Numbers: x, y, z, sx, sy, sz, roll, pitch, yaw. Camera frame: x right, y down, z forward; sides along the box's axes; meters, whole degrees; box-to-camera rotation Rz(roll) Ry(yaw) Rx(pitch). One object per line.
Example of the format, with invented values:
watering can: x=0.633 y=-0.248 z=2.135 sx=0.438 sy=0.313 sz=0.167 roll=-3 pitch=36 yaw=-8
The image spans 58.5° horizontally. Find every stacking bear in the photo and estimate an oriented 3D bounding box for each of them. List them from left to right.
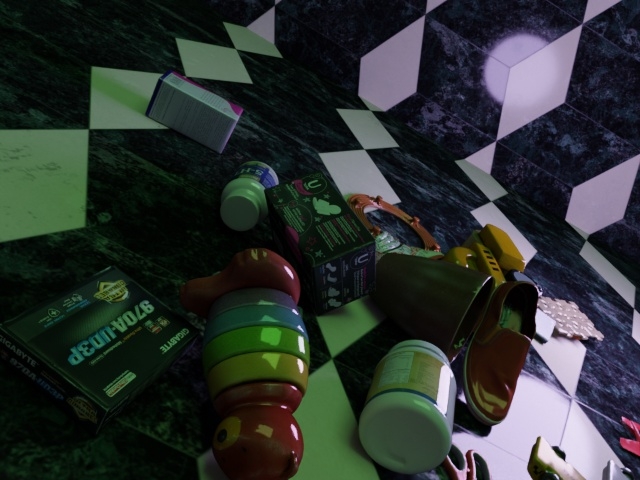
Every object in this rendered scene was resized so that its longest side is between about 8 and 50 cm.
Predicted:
stacking bear: x=-0.090 y=0.187 z=0.783 sx=0.164 sy=0.175 sz=0.289 roll=36 pitch=35 yaw=-44

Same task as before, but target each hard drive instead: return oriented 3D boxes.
hard drive: x=0.608 y=0.226 z=1.651 sx=0.135 sy=0.022 sz=0.094 roll=37 pitch=47 yaw=9

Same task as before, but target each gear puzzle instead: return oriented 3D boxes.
gear puzzle: x=0.727 y=0.246 z=1.771 sx=0.338 sy=0.044 sz=0.176 roll=11 pitch=35 yaw=-32

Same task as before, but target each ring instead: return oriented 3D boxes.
ring: x=0.228 y=-0.043 z=1.720 sx=0.336 sy=0.032 sz=0.337 roll=25 pitch=27 yaw=-14

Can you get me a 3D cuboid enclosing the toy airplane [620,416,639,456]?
toy airplane: x=0.785 y=0.495 z=1.404 sx=0.151 sy=0.028 sz=0.151 roll=28 pitch=26 yaw=-15

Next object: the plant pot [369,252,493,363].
plant pot: x=0.225 y=0.124 z=1.257 sx=0.230 sy=0.216 sz=0.215 roll=27 pitch=22 yaw=24

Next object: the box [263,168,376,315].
box: x=0.000 y=0.000 z=1.188 sx=0.142 sy=0.163 sz=0.247 roll=-21 pitch=48 yaw=-14

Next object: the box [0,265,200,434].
box: x=-0.296 y=0.137 z=0.785 sx=0.175 sy=0.051 sz=0.220 roll=36 pitch=25 yaw=6

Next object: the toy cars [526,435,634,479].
toy cars: x=0.514 y=0.489 z=1.051 sx=0.393 sy=0.087 sz=0.177 roll=24 pitch=32 yaw=-24

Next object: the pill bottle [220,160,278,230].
pill bottle: x=-0.161 y=-0.098 z=1.281 sx=0.111 sy=0.112 sz=0.187 roll=28 pitch=25 yaw=-9

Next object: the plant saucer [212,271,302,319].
plant saucer: x=-0.116 y=0.113 z=1.071 sx=0.192 sy=0.018 sz=0.067 roll=26 pitch=26 yaw=-15

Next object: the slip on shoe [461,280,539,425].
slip on shoe: x=0.384 y=0.223 z=1.200 sx=0.123 sy=0.101 sz=0.332 roll=27 pitch=64 yaw=-3

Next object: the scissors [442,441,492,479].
scissors: x=0.236 y=0.431 z=0.903 sx=0.109 sy=0.021 sz=0.297 roll=32 pitch=24 yaw=-5

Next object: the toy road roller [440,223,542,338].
toy road roller: x=0.379 y=0.089 z=1.458 sx=0.240 sy=0.203 sz=0.330 roll=23 pitch=29 yaw=-17

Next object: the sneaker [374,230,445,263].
sneaker: x=0.225 y=0.034 z=1.513 sx=0.270 sy=0.090 sz=0.145 roll=-9 pitch=50 yaw=-51

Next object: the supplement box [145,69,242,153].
supplement box: x=-0.332 y=-0.343 z=1.522 sx=0.219 sy=0.114 sz=0.111 roll=26 pitch=25 yaw=-11

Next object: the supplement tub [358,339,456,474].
supplement tub: x=0.150 y=0.268 z=0.951 sx=0.144 sy=0.144 sz=0.200 roll=34 pitch=25 yaw=2
